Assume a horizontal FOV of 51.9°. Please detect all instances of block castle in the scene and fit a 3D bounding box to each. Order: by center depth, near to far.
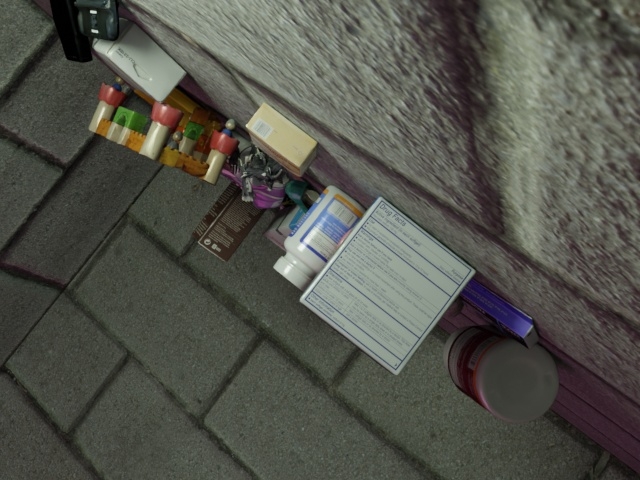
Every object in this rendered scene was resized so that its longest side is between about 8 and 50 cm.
[{"bbox_3d":[-0.476,-0.349,2.015,0.303,0.213,0.453,23,-178,-44],"label":"block castle"}]

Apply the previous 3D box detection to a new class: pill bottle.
[{"bbox_3d":[0.000,0.000,1.763,0.152,0.272,0.152,38,177,2],"label":"pill bottle"},{"bbox_3d":[0.495,0.363,1.886,0.224,0.224,0.392,38,177,-5],"label":"pill bottle"},{"bbox_3d":[-0.267,-0.276,2.173,0.221,0.121,0.121,37,177,23],"label":"pill bottle"}]

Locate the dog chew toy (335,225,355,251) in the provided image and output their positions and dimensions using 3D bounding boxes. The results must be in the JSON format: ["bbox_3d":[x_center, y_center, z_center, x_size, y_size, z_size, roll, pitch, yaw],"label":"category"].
[{"bbox_3d":[0.194,0.090,1.682,0.332,0.207,0.206,31,180,-28],"label":"dog chew toy"}]

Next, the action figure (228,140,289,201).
[{"bbox_3d":[-0.174,-0.200,1.937,0.276,0.164,0.141,45,154,56],"label":"action figure"}]

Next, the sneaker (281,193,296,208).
[{"bbox_3d":[-0.069,-0.138,2.550,0.234,0.084,0.097,36,157,-14],"label":"sneaker"}]

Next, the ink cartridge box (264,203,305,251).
[{"bbox_3d":[-0.041,-0.025,2.459,0.223,0.129,0.307,38,159,-19],"label":"ink cartridge box"}]

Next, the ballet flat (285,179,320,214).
[{"bbox_3d":[-0.017,-0.114,2.126,0.087,0.083,0.247,17,166,39],"label":"ballet flat"}]

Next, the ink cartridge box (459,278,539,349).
[{"bbox_3d":[0.421,0.170,1.583,0.206,0.045,0.208,37,175,31],"label":"ink cartridge box"}]

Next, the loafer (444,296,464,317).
[{"bbox_3d":[0.270,0.108,1.892,0.319,0.112,0.111,28,168,23],"label":"loafer"}]

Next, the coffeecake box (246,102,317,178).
[{"bbox_3d":[-0.082,-0.215,1.453,0.142,0.068,0.185,37,177,1],"label":"coffeecake box"}]

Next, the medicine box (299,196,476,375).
[{"bbox_3d":[0.140,0.099,1.449,0.263,0.289,0.149,38,175,0],"label":"medicine box"}]

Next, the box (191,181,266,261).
[{"bbox_3d":[-0.304,-0.121,2.449,0.143,0.381,0.191,37,178,-21],"label":"box"}]

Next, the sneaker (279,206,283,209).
[{"bbox_3d":[-0.089,-0.107,2.817,0.124,0.107,0.283,31,175,13],"label":"sneaker"}]

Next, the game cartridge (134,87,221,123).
[{"bbox_3d":[-0.507,-0.476,2.316,0.285,0.053,0.323,36,170,-22],"label":"game cartridge"}]

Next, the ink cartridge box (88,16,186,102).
[{"bbox_3d":[-0.512,-0.499,1.782,0.197,0.114,0.273,42,176,-41],"label":"ink cartridge box"}]

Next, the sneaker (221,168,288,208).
[{"bbox_3d":[-0.259,-0.194,2.297,0.282,0.102,0.161,23,135,5],"label":"sneaker"}]

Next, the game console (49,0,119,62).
[{"bbox_3d":[-0.578,-0.541,1.619,0.361,0.044,0.213,24,128,45],"label":"game console"}]
